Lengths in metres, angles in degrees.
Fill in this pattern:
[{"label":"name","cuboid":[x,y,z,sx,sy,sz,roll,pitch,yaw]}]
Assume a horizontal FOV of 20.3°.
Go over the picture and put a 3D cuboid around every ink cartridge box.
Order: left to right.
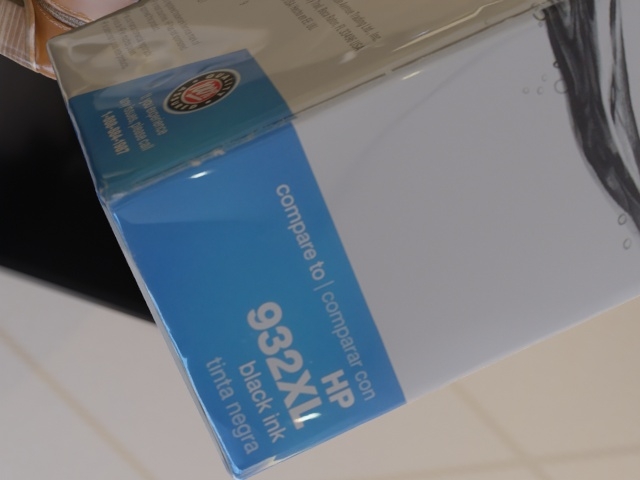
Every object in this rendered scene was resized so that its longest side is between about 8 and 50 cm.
[{"label":"ink cartridge box","cuboid":[0.063,-0.062,0.716,0.223,0.307,0.129,-123,-170,-67]}]

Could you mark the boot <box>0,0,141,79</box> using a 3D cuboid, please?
[{"label":"boot","cuboid":[-0.159,-0.221,1.382,0.109,0.220,0.283,-72,-177,-48]}]
